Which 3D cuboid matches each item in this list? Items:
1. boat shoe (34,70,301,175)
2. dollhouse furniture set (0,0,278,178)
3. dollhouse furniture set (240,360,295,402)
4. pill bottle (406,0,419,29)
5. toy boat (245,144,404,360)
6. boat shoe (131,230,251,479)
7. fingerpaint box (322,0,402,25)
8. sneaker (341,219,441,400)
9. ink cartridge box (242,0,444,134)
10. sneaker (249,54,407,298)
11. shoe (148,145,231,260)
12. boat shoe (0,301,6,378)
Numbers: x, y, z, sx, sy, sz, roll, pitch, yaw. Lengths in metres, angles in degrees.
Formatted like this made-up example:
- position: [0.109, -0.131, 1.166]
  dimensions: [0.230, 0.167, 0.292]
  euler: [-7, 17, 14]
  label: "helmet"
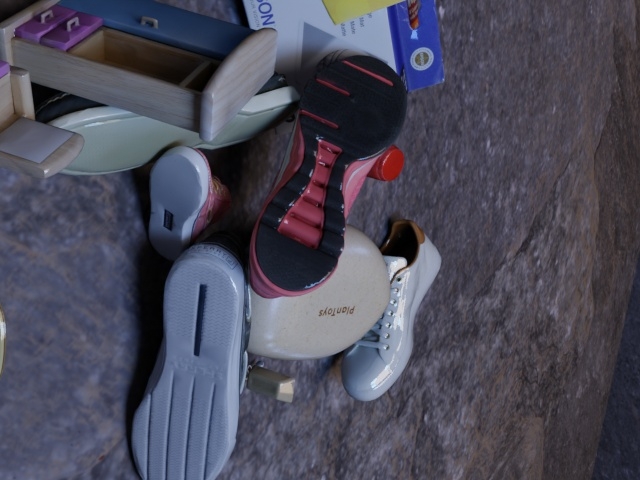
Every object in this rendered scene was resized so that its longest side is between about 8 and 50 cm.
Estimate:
- position: [-0.157, -0.151, 0.853]
  dimensions: [0.340, 0.127, 0.113]
  euler: [-21, 80, -46]
  label: "boat shoe"
- position: [-0.155, -0.235, 0.622]
  dimensions: [0.286, 0.198, 0.303]
  euler: [-59, 163, -49]
  label: "dollhouse furniture set"
- position: [-0.072, 0.194, 1.097]
  dimensions: [0.081, 0.114, 0.090]
  euler: [-1, 102, -58]
  label: "dollhouse furniture set"
- position: [0.051, -0.333, 1.042]
  dimensions: [0.121, 0.121, 0.221]
  euler: [-43, 135, -36]
  label: "pill bottle"
- position: [0.000, 0.000, 1.111]
  dimensions: [0.268, 0.148, 0.318]
  euler: [8, 105, -49]
  label: "toy boat"
- position: [-0.129, 0.147, 0.987]
  dimensions: [0.119, 0.121, 0.335]
  euler: [-54, 162, -65]
  label: "boat shoe"
- position: [-0.008, -0.475, 0.706]
  dimensions: [0.371, 0.163, 0.444]
  euler: [-89, 155, -43]
  label: "fingerpaint box"
- position: [0.088, 0.094, 1.291]
  dimensions: [0.123, 0.106, 0.290]
  euler: [54, 49, -44]
  label: "sneaker"
- position: [0.030, -0.247, 0.994]
  dimensions: [0.224, 0.045, 0.223]
  euler: [-14, 125, 1]
  label: "ink cartridge box"
- position: [-0.009, -0.073, 0.957]
  dimensions: [0.116, 0.136, 0.313]
  euler: [29, 67, -9]
  label: "sneaker"
- position: [-0.135, -0.055, 0.911]
  dimensions: [0.081, 0.064, 0.178]
  euler: [-50, 170, -36]
  label: "shoe"
- position: [-0.320, 0.049, 0.751]
  dimensions: [0.060, 0.064, 0.177]
  euler: [-17, 111, -44]
  label: "boat shoe"
